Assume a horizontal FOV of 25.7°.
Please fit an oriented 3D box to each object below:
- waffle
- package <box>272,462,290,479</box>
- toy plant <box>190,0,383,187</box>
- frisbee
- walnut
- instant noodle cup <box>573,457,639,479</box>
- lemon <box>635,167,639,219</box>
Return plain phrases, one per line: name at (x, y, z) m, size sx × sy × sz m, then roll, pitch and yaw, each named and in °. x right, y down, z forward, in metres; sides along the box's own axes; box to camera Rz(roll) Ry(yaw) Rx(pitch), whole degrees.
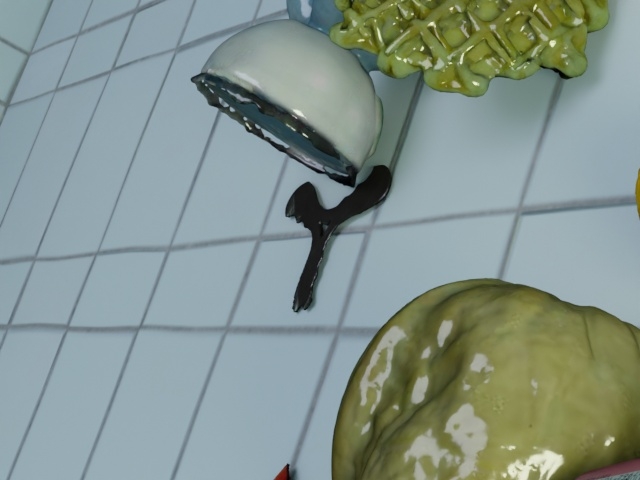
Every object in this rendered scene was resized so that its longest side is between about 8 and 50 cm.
waffle at (0.165, -0.294, 1.452) m, size 0.297 × 0.073 × 0.317 m, roll 10°, pitch 69°, yaw 14°
package at (-0.051, 0.335, 1.475) m, size 0.083 × 0.022 × 0.200 m, roll -42°, pitch 34°, yaw 29°
toy plant at (0.033, -0.256, 1.642) m, size 0.332 × 0.247 × 0.247 m, roll -56°, pitch 29°, yaw -5°
frisbee at (0.000, 0.000, 1.686) m, size 0.211 × 0.012 × 0.187 m, roll -1°, pitch 66°, yaw 57°
walnut at (0.141, 0.167, 1.083) m, size 0.277 × 0.253 × 0.282 m, roll -60°, pitch 31°, yaw 2°
instant noodle cup at (0.278, 0.203, 0.831) m, size 0.255 × 0.244 × 0.244 m, roll -18°, pitch 51°, yaw 40°
lemon at (0.325, -0.026, 1.073) m, size 0.187 × 0.142 × 0.142 m, roll 33°, pitch 94°, yaw 50°
